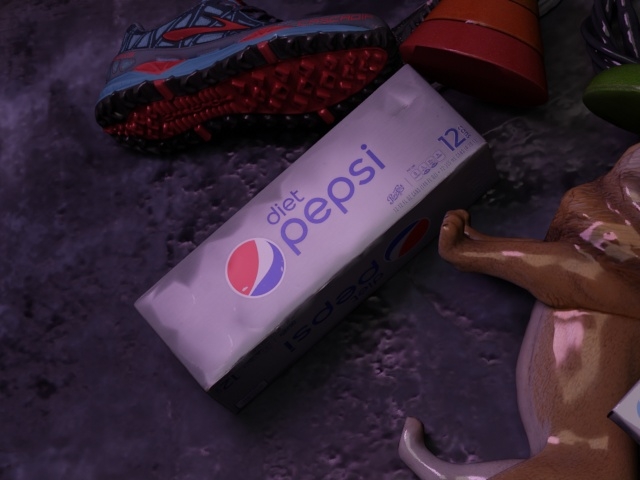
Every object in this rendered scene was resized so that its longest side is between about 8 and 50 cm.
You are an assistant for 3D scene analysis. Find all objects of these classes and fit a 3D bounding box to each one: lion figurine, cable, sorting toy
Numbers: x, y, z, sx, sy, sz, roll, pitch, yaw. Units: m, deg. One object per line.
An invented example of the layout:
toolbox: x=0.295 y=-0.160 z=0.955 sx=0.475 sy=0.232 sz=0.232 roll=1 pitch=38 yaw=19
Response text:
lion figurine: x=0.186 y=0.102 z=1.205 sx=0.240 sy=0.142 sz=0.392 roll=14 pitch=89 yaw=9
cable: x=0.294 y=-0.188 z=1.315 sx=0.150 sy=0.047 sz=0.184 roll=25 pitch=82 yaw=26
sorting toy: x=0.247 y=-0.148 z=1.237 sx=0.365 sy=0.127 sz=0.126 roll=15 pitch=82 yaw=15

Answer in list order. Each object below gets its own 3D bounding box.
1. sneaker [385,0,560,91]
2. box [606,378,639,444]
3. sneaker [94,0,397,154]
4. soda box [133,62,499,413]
sneaker: x=0.111 y=-0.189 z=1.340 sx=0.178 sy=0.077 sz=0.072 roll=-38 pitch=65 yaw=0
box: x=0.309 y=0.127 z=1.107 sx=0.186 sy=0.038 sz=0.145 roll=43 pitch=82 yaw=13
sneaker: x=-0.064 y=-0.161 z=1.353 sx=0.261 sy=0.104 sz=0.125 roll=-9 pitch=55 yaw=20
soda box: x=0.000 y=0.000 z=1.295 sx=0.286 sy=0.091 sz=0.098 roll=-42 pitch=68 yaw=-2
